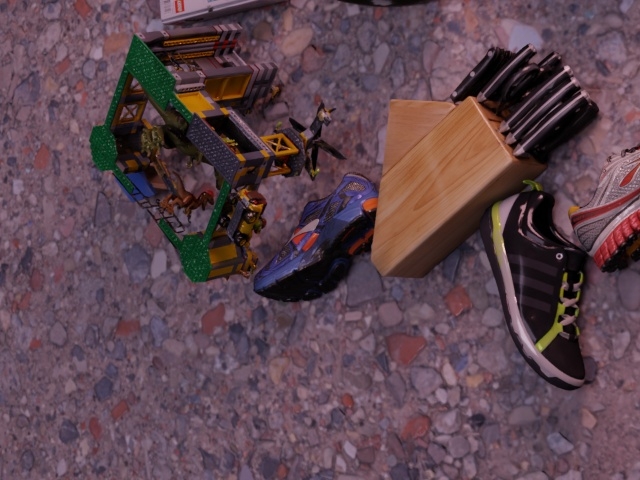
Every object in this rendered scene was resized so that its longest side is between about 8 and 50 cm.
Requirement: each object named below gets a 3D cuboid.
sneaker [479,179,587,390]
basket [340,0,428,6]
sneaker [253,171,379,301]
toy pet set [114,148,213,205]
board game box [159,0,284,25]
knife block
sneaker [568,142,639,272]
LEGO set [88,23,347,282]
[{"bbox_3d":[0.249,0.045,1.617,0.097,0.084,0.235,-29,71,30],"label":"sneaker"},{"bbox_3d":[0.078,-0.405,1.722,0.204,0.154,0.227,163,114,-74],"label":"basket"},{"bbox_3d":[0.000,0.000,1.812,0.221,0.083,0.087,-38,50,26],"label":"sneaker"},{"bbox_3d":[-0.210,-0.102,1.964,0.114,0.065,0.122,-15,79,34],"label":"toy pet set"},{"bbox_3d":[-0.135,-0.444,1.919,0.193,0.053,0.305,-6,88,39],"label":"board game box"},{"bbox_3d":[0.190,-0.081,1.663,0.242,0.088,0.276,9,92,36],"label":"knife block"},{"bbox_3d":[0.341,-0.074,1.555,0.225,0.088,0.093,-51,60,22],"label":"sneaker"},{"bbox_3d":[-0.117,-0.116,1.844,0.331,0.192,0.255,41,128,35],"label":"LEGO set"}]
